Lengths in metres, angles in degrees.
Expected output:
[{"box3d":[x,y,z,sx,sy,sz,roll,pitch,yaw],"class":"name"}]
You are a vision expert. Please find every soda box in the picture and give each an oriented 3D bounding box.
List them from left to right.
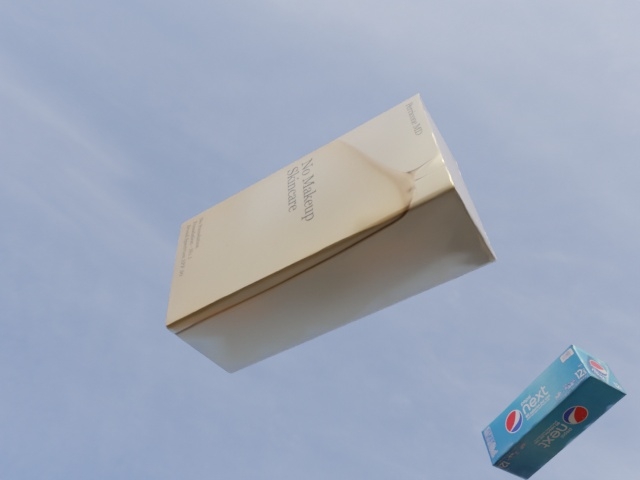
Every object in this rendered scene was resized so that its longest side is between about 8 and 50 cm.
[{"box3d":[0.337,0.257,0.828,0.071,0.067,0.210,27,-64,-15],"class":"soda box"}]

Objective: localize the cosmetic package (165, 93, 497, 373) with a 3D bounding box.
[{"box3d":[0.000,0.000,0.582,0.309,0.160,0.113,-28,-49,18],"class":"cosmetic package"}]
